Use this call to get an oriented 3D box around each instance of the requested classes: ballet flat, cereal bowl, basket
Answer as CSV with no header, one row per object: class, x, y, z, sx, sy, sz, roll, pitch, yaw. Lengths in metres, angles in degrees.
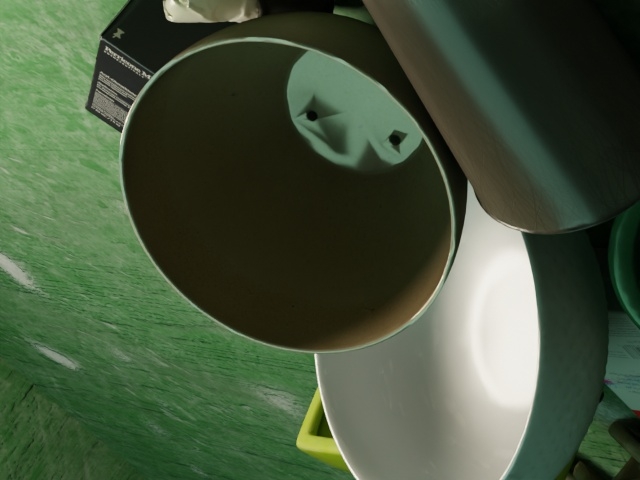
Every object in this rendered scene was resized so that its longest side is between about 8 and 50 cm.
ballet flat,-0.123,-0.241,1.491,0.280,0.096,0.095,34,158,-3
cereal bowl,0.140,0.081,1.590,0.141,0.338,0.339,4,177,-34
basket,0.128,-0.142,1.281,0.227,0.154,0.204,53,178,-30

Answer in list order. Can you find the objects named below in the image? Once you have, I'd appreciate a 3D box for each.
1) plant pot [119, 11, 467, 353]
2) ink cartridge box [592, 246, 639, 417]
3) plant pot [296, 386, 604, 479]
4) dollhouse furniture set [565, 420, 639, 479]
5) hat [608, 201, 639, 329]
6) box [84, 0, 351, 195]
plant pot,0.003,-0.075,1.482,0.284,0.191,0.284,11,123,17
ink cartridge box,0.322,0.105,1.648,0.231,0.078,0.134,43,157,-26
plant pot,0.149,0.167,1.850,0.207,0.227,0.228,35,160,-26
dollhouse furniture set,0.311,0.410,1.989,0.256,0.362,0.394,38,-173,-10
hat,0.331,-0.004,1.467,0.173,0.183,0.208,16,113,10
box,-0.083,-0.121,1.692,0.261,0.103,0.184,34,162,-1
